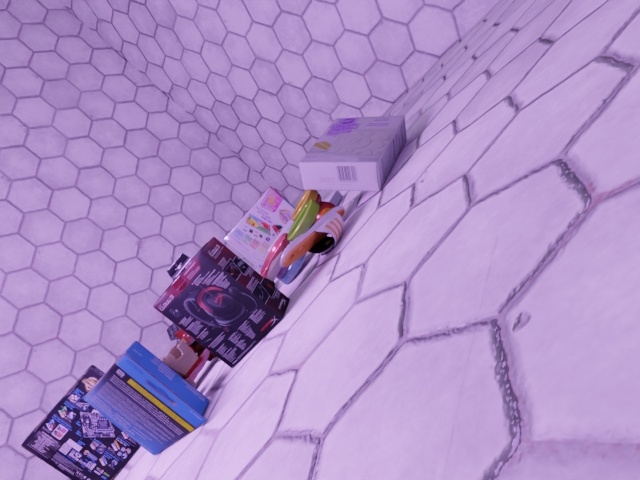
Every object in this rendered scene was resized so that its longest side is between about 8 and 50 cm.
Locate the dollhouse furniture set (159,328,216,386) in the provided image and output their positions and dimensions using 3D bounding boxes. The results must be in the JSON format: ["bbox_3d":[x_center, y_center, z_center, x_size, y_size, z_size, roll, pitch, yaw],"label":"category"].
[{"bbox_3d":[-0.374,0.350,1.411,0.374,0.152,0.201,-36,16,53],"label":"dollhouse furniture set"}]

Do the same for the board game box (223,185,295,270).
[{"bbox_3d":[-0.239,-0.048,2.174,0.316,0.242,0.064,-48,8,2],"label":"board game box"}]

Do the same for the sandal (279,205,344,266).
[{"bbox_3d":[-0.003,0.007,1.292,0.265,0.076,0.101,-41,-20,-37],"label":"sandal"}]

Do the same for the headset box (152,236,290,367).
[{"bbox_3d":[-0.264,0.151,1.251,0.218,0.293,0.110,-47,9,20],"label":"headset box"}]

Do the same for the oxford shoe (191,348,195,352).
[{"bbox_3d":[-0.543,0.443,2.153,0.099,0.096,0.271,-16,-18,-31],"label":"oxford shoe"}]

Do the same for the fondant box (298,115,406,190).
[{"bbox_3d":[0.108,-0.271,1.477,0.239,0.096,0.330,4,36,23],"label":"fondant box"}]

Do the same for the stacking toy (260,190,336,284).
[{"bbox_3d":[-0.045,0.010,1.427,0.308,0.131,0.279,-59,11,6],"label":"stacking toy"}]

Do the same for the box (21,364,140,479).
[{"bbox_3d":[-0.724,0.607,1.560,0.293,0.296,0.073,-53,11,-18],"label":"box"}]

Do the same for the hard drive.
[{"bbox_3d":[-0.062,-0.064,1.865,0.308,0.040,0.203,-27,23,45],"label":"hard drive"}]

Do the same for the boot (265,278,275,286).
[{"bbox_3d":[-0.273,0.242,1.620,0.269,0.089,0.236,-46,-4,11],"label":"boot"}]

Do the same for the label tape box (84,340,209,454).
[{"bbox_3d":[-0.408,0.374,1.187,0.334,0.241,0.106,-41,10,39],"label":"label tape box"}]

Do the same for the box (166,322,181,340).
[{"bbox_3d":[-0.533,0.350,2.158,0.216,0.060,0.270,-11,-21,-43],"label":"box"}]
